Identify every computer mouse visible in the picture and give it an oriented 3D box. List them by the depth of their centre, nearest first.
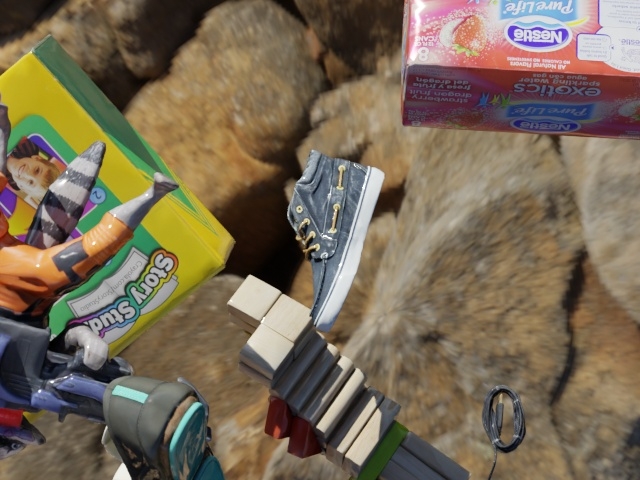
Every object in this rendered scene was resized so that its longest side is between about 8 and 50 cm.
[{"bbox_3d":[0.196,0.280,1.698,0.071,0.041,0.242,-1,60,32],"label":"computer mouse"}]

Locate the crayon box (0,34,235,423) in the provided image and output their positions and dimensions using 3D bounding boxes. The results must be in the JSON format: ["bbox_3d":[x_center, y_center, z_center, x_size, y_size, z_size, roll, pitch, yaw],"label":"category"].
[{"bbox_3d":[-0.334,0.010,1.660,0.363,0.106,0.313,-38,103,13],"label":"crayon box"}]

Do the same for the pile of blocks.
[{"bbox_3d":[0.003,0.202,1.598,0.362,0.149,0.112,47,62,-18],"label":"pile of blocks"}]

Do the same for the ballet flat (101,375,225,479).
[{"bbox_3d":[-0.140,0.203,1.330,0.096,0.280,0.095,20,53,18],"label":"ballet flat"}]

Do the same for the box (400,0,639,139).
[{"bbox_3d":[0.199,-0.171,1.283,0.257,0.122,0.128,3,68,2],"label":"box"}]

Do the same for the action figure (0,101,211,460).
[{"bbox_3d":[-0.247,0.072,1.432,0.341,0.178,0.330,23,94,-9],"label":"action figure"}]

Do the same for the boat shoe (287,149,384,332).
[{"bbox_3d":[0.000,0.000,1.493,0.083,0.065,0.183,18,67,-3],"label":"boat shoe"}]
